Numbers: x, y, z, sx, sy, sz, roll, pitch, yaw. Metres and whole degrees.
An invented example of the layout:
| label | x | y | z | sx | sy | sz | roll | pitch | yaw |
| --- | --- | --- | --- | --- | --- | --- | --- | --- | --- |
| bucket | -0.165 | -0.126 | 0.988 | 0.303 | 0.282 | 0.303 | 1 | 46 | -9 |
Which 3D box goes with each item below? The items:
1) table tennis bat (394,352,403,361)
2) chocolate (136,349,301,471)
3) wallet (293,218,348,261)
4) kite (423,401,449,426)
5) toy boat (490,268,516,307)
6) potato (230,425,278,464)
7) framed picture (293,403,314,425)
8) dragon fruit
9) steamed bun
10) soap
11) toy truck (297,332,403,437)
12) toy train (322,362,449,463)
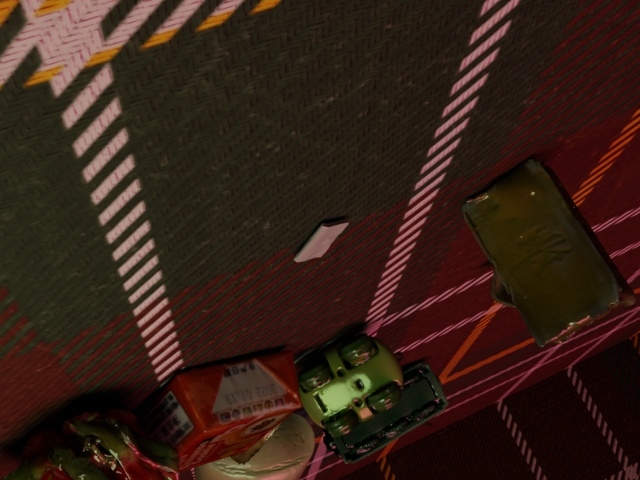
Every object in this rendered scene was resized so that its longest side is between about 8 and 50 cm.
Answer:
| label | x | y | z | sx | sy | sz | roll | pitch | yaw |
| --- | --- | --- | --- | --- | --- | --- | --- | --- | --- |
| table tennis bat | 0.135 | 0.334 | 1.864 | 0.169 | 0.119 | 0.107 | -21 | 158 | -22 |
| chocolate | -0.176 | 0.290 | 1.394 | 0.234 | 0.108 | 0.237 | -4 | 151 | -43 |
| wallet | 0.000 | 0.000 | 1.051 | 0.044 | 0.011 | 0.083 | -12 | 154 | -36 |
| kite | 0.237 | 0.447 | 2.101 | 0.190 | 0.010 | 0.159 | -31 | -172 | -13 |
| toy boat | 0.392 | 0.053 | 1.516 | 0.188 | 0.116 | 0.061 | -36 | 164 | 19 |
| potato | -0.120 | 0.329 | 1.587 | 0.200 | 0.081 | 0.164 | -47 | -178 | 34 |
| framed picture | -0.092 | 0.433 | 1.953 | 0.232 | 0.024 | 0.315 | -10 | 153 | -39 |
| dragon fruit | -0.326 | 0.367 | 1.230 | 0.231 | 0.237 | 0.303 | -37 | 147 | -29 |
| steamed bun | -0.134 | 0.460 | 1.747 | 0.250 | 0.155 | 0.200 | -10 | 151 | -22 |
| soap | 0.308 | 0.017 | 1.156 | 0.135 | 0.233 | 0.076 | -36 | 162 | 23 |
| toy truck | 0.046 | 0.259 | 1.563 | 0.187 | 0.148 | 0.210 | -31 | -177 | -11 |
| toy train | 0.142 | 0.419 | 2.065 | 0.330 | 0.139 | 0.178 | -25 | 175 | -20 |
